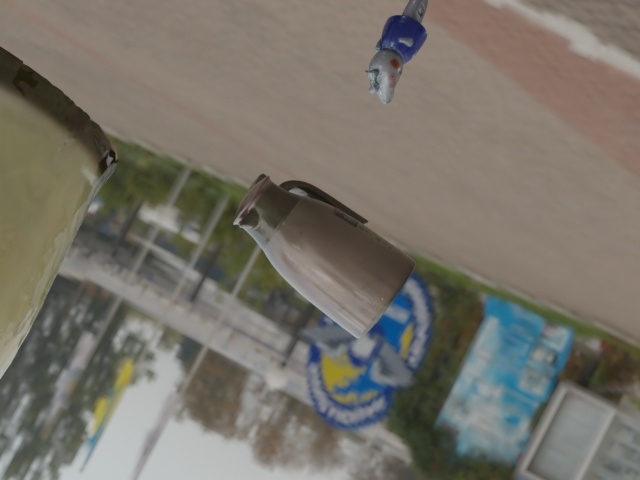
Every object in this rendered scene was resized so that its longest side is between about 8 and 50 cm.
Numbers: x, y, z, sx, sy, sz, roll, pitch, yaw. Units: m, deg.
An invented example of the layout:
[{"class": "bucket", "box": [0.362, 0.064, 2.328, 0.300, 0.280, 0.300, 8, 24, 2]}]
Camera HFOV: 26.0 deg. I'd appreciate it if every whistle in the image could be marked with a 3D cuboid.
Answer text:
[{"class": "whistle", "box": [0.052, -0.127, 0.904, 0.029, 0.083, 0.033, 12, 154, 31]}]

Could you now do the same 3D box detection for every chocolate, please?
[{"class": "chocolate", "box": [-0.355, -0.020, 1.032, 0.326, 0.297, 0.314, 25, 163, 14]}]

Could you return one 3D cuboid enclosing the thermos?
[{"class": "thermos", "box": [0.000, 0.000, 1.506, 0.193, 0.105, 0.137, 36, -141, -2]}]
